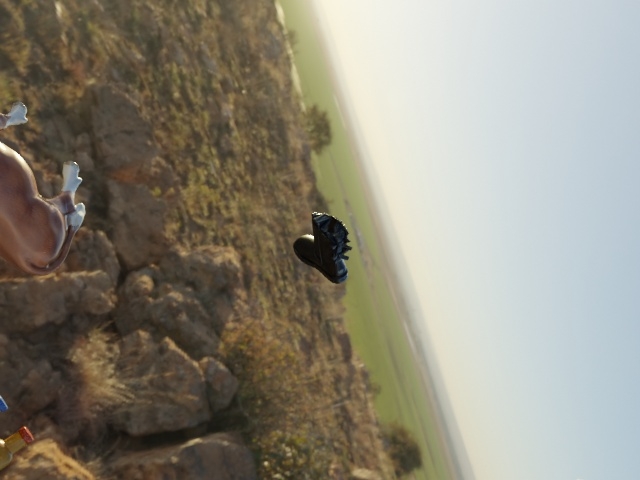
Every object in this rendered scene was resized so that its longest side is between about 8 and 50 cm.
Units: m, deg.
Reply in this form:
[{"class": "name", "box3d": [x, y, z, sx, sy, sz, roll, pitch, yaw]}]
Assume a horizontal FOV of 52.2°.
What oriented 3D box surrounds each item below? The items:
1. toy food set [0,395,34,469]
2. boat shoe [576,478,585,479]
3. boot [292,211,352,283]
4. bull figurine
[{"class": "toy food set", "box3d": [-0.500, 0.230, 0.919, 0.232, 0.104, 0.111, 30, -36, 47]}, {"class": "boat shoe", "box3d": [0.272, 0.279, 0.676, 0.184, 0.063, 0.066, 47, 13, -50]}, {"class": "boot", "box3d": [-0.001, 0.000, 0.969, 0.121, 0.045, 0.099, 39, -31, 38]}, {"class": "bull figurine", "box3d": [-0.425, -0.098, 0.828, 0.310, 0.101, 0.188, 59, 23, -20]}]
